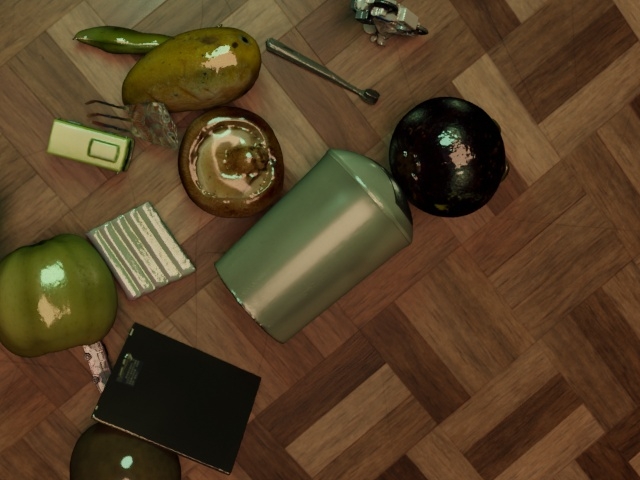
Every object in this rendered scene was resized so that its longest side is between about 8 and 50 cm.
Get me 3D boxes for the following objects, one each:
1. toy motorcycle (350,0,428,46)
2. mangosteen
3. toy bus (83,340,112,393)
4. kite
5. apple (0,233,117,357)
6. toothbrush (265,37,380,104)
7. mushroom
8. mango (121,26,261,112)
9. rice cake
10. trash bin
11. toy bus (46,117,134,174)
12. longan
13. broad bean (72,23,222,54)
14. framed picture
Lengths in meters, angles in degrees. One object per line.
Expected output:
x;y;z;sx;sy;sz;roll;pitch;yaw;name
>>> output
0.141;-0.504;1.706;0.150;0.221;0.102;18;93;34;toy motorcycle
0.300;-0.191;1.734;0.287;0.288;0.288;-1;98;-9;mangosteen
-0.518;0.291;1.779;0.052;0.037;0.131;-17;101;-8;toy bus
-0.414;-0.267;1.664;0.229;0.016;0.127;14;136;15;kite
-0.586;0.127;1.654;0.279;0.279;0.279;-1;98;-9;apple
0.006;-0.395;1.772;0.297;0.030;0.030;25;67;-10;toothbrush
-0.199;-0.172;1.704;0.253;0.153;0.253;0;93;-2;mushroom
-0.285;-0.362;1.642;0.329;0.176;0.177;-6;125;12;mango
-0.415;0.027;1.759;0.189;0.037;0.198;-26;101;-5;rice cake
0.000;0.000;1.705;0.432;0.280;0.280;-42;102;2;trash bin
-0.507;-0.208;1.679;0.174;0.101;0.088;14;95;-12;toy bus
-0.441;0.531;1.728;0.257;0.258;0.258;-1;98;-9;longan
-0.380;-0.440;1.684;0.325;0.067;0.075;0;62;-15;broad bean
-0.321;0.361;1.750;0.338;0.014;0.255;26;51;-12;framed picture
